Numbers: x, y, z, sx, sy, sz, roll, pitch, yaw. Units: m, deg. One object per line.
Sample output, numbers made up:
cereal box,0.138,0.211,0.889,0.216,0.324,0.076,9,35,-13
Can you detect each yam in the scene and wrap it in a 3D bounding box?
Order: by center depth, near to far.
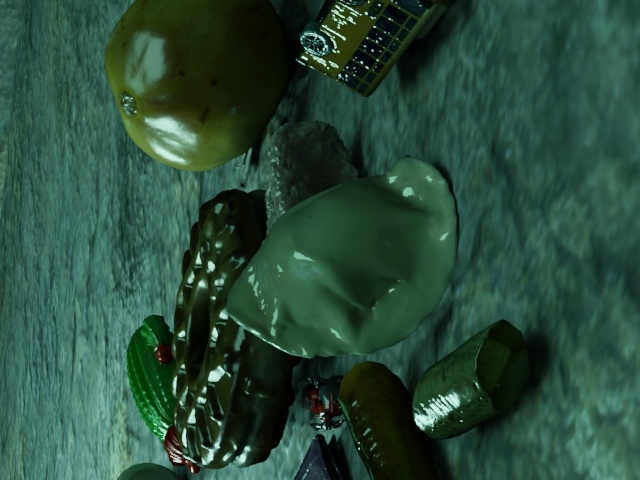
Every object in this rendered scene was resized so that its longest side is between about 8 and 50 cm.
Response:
yam,0.129,0.118,1.313,0.146,0.070,0.069,137,133,-58

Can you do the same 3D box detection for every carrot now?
carrot,0.077,0.211,1.423,0.260,0.070,0.070,-114,36,-48

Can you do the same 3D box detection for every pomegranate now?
pomegranate,-0.141,-0.201,1.837,0.233,0.233,0.233,-176,90,-68

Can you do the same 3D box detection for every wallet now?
wallet,-0.009,0.292,1.662,0.166,0.030,0.111,115,149,-42

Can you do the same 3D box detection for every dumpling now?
dumpling,0.024,0.030,1.464,0.126,0.216,0.166,92,153,-55

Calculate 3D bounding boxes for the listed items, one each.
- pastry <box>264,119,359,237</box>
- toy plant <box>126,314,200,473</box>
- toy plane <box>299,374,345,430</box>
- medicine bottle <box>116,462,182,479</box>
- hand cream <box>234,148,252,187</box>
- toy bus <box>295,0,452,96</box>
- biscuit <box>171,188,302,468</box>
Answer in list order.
pastry,-0.003,0.009,1.615,0.112,0.103,0.265,114,154,-54
toy plant,-0.198,0.212,2.078,0.154,0.088,0.240,110,145,-61
toy plane,0.011,0.168,1.630,0.145,0.037,0.060,169,100,-69
medicine bottle,-0.245,0.382,2.129,0.168,0.105,0.105,116,149,-43
hand cream,-0.130,-0.170,2.029,0.257,0.050,0.084,53,135,46
toy bus,0.058,-0.224,1.498,0.182,0.103,0.091,-51,11,55
biscuit,-0.096,0.098,1.791,0.332,0.103,0.332,-174,90,-76
